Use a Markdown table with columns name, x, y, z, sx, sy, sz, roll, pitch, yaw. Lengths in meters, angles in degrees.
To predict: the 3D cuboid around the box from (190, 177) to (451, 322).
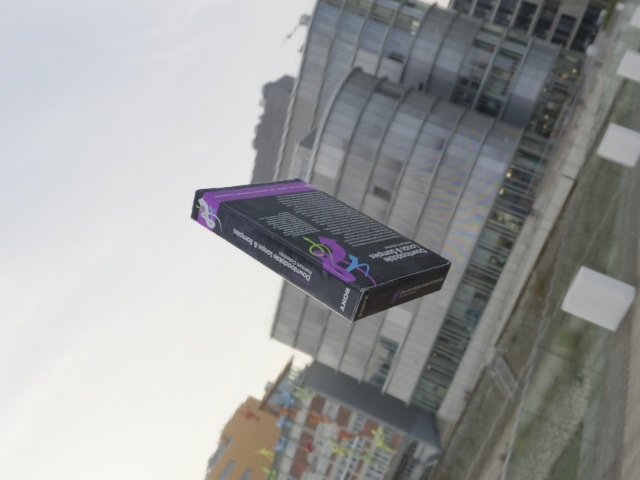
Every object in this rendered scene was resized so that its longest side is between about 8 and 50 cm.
| name | x | y | z | sx | sy | sz | roll | pitch | yaw |
| --- | --- | --- | --- | --- | --- | --- | --- | --- | --- |
| box | 0.000 | 0.000 | 0.542 | 0.116 | 0.162 | 0.029 | -12 | -56 | -50 |
